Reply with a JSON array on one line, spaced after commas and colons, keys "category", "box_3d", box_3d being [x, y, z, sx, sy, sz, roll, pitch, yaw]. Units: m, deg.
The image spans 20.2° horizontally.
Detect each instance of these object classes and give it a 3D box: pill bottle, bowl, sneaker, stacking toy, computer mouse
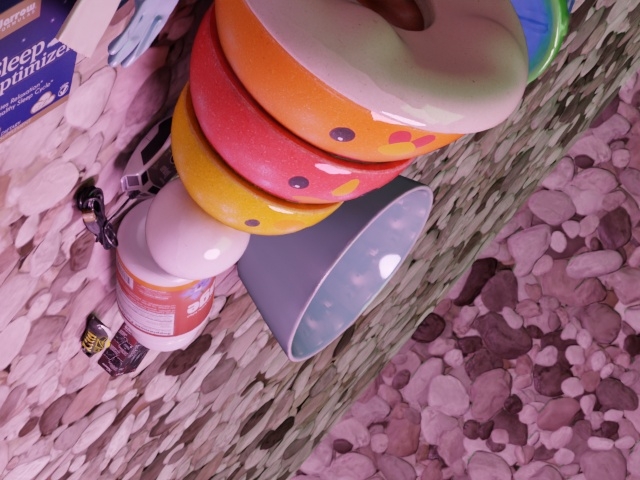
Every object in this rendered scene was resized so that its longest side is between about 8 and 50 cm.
[{"category": "pill bottle", "box_3d": [-0.188, 0.048, 2.188, 0.121, 0.121, 0.216, -43, 163, -25]}, {"category": "bowl", "box_3d": [0.000, 0.000, 2.524, 0.311, 0.163, 0.311, -45, 164, -17]}, {"category": "sneaker", "box_3d": [-0.283, 0.125, 2.261, 0.035, 0.031, 0.083, -44, 163, -21]}, {"category": "stacking toy", "box_3d": [-0.037, -0.121, 1.910, 0.350, 0.350, 0.480, -31, 164, -51]}, {"category": "computer mouse", "box_3d": [-0.196, -0.081, 2.017, 0.193, 0.042, 0.106, -45, 151, -9]}]

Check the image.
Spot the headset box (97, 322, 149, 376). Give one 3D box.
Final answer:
[{"category": "headset box", "box_3d": [-0.249, 0.137, 2.383, 0.083, 0.032, 0.062, -54, 164, 16]}]

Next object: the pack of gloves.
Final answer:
[{"category": "pack of gloves", "box_3d": [-0.164, -0.272, 1.644, 0.232, 0.046, 0.195, -61, 165, 2]}]

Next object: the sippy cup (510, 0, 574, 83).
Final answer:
[{"category": "sippy cup", "box_3d": [0.238, -0.337, 2.355, 0.305, 0.240, 0.224, -10, -159, 31]}]

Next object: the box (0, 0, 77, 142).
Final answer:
[{"category": "box", "box_3d": [-0.269, -0.178, 1.610, 0.136, 0.036, 0.225, -39, 159, -37]}]
